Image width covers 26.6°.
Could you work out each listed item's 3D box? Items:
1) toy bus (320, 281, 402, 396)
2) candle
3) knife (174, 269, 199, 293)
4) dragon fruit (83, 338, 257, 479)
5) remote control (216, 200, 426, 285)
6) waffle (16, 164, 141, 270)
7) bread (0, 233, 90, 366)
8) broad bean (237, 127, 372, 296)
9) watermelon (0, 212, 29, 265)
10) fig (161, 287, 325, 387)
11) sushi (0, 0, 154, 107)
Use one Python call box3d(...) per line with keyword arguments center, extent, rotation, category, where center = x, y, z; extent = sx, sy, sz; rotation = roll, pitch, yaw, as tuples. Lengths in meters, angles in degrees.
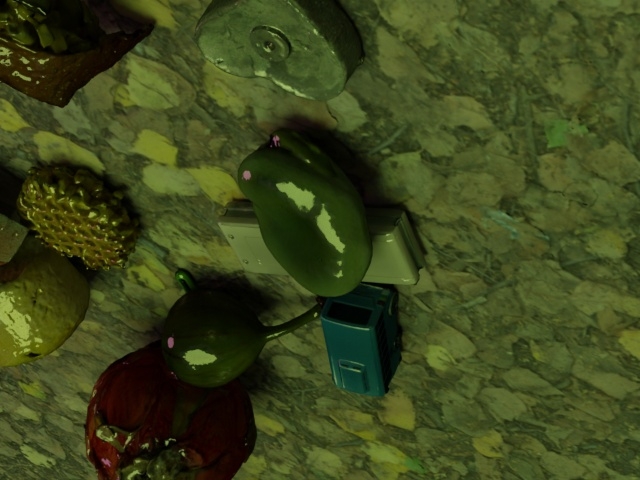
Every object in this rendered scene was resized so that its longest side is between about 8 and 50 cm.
box3d(center=(0.059, 0.140, 1.931), extent=(0.090, 0.106, 0.184), rotation=(11, 142, 18), category="toy bus")
box3d(center=(-0.044, -0.245, 1.539), extent=(0.192, 0.068, 0.168), rotation=(17, 143, 7), category="candle")
box3d(center=(-0.166, 0.119, 2.130), extent=(0.054, 0.015, 0.212), rotation=(-3, 135, 34), category="knife")
box3d(center=(-0.243, 0.297, 2.165), extent=(0.277, 0.277, 0.342), rotation=(42, -179, -21), category="dragon fruit")
box3d(center=(0.000, 0.000, 1.835), extent=(0.277, 0.055, 0.103), rotation=(4, 139, 31), category="remote control")
box3d(center=(-0.362, -0.033, 2.020), extent=(0.193, 0.070, 0.197), rotation=(27, 148, 0), category="waffle")
box3d(center=(-0.469, 0.098, 2.157), extent=(0.197, 0.197, 0.170), rotation=(-8, 127, 40), category="bread")
box3d(center=(-0.014, -0.036, 1.718), extent=(0.169, 0.100, 0.227), rotation=(4, 122, 39), category="broad bean")
box3d(center=(-0.564, -0.012, 2.070), extent=(0.257, 0.139, 0.193), rotation=(3, 165, 37), category="watermelon")
box3d(center=(-0.110, 0.146, 2.023), extent=(0.259, 0.151, 0.151), rotation=(-1, 138, 16), category="fig")
box3d(center=(-0.364, -0.269, 1.608), extent=(0.296, 0.166, 0.179), rotation=(30, 127, -10), category="sushi")
